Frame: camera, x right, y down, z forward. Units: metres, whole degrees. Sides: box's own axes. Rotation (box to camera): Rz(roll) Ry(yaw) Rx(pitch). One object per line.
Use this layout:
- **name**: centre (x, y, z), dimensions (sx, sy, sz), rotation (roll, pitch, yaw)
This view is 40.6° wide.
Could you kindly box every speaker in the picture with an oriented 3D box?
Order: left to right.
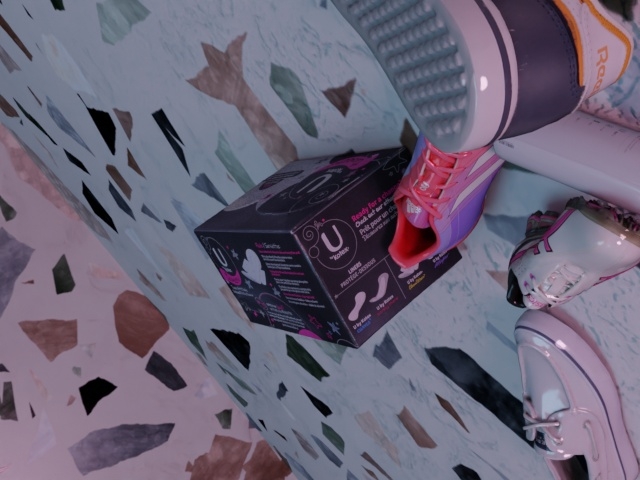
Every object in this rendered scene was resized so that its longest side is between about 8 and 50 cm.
- **speaker**: centre (0.195, -0.062, 0.624), dimensions (0.136, 0.055, 0.055), rotation (29, 151, 38)

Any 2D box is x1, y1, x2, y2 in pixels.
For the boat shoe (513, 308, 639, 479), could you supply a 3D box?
- **boat shoe**: centre (0.252, 0.186, 0.882), dimensions (0.095, 0.084, 0.258), rotation (10, 136, 58)

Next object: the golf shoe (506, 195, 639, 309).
- **golf shoe**: centre (0.192, 0.019, 0.662), dimensions (0.067, 0.086, 0.186), rotation (28, 174, 1)

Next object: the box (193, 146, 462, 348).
- **box**: centre (0.000, 0.000, 0.943), dimensions (0.247, 0.163, 0.142), rotation (4, 128, 60)

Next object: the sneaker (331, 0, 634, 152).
- **sneaker**: centre (0.076, -0.193, 0.565), dimensions (0.126, 0.127, 0.321), rotation (102, 149, -56)

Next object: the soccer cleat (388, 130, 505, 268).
- **soccer cleat**: centre (0.106, -0.063, 0.733), dimensions (0.083, 0.095, 0.248), rotation (40, 157, 21)
